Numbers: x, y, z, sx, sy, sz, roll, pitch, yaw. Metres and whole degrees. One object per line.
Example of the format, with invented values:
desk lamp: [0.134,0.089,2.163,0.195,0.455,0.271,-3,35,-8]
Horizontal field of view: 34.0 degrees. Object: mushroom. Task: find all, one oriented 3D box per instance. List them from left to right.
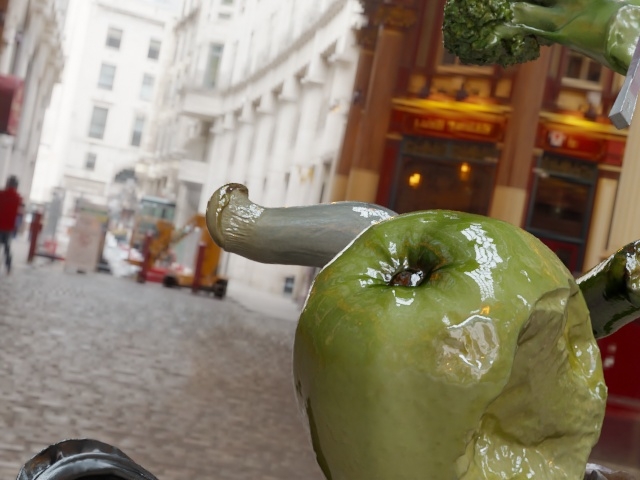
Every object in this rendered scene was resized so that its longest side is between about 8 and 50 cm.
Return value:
mushroom: [0.000,0.000,1.466,0.329,0.122,0.159,11,-21,12]

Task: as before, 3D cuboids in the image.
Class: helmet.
helmet: [-0.302,0.411,1.374,0.231,0.278,0.160,-28,-15,-41]

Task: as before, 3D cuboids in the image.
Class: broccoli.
broccoli: [0.257,-0.284,1.160,0.254,0.186,0.302,-5,22,19]

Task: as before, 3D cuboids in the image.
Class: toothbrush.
toothbrush: [0.244,-0.143,0.796,0.017,0.194,0.014,-25,-66,40]

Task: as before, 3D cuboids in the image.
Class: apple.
apple: [0.102,0.106,0.860,0.279,0.279,0.279,10,-1,0]

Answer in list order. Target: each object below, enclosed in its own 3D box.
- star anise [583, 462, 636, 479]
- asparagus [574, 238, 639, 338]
star anise: [0.330,0.297,1.113,0.212,0.073,0.197,31,-13,6]
asparagus: [0.251,0.063,0.988,0.060,0.067,0.277,-10,-13,-12]
